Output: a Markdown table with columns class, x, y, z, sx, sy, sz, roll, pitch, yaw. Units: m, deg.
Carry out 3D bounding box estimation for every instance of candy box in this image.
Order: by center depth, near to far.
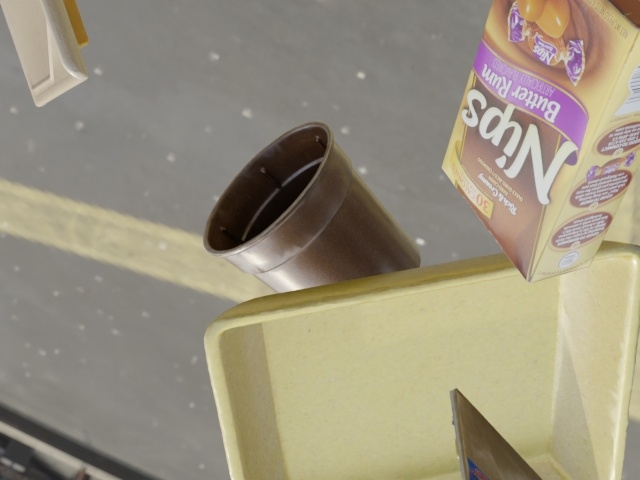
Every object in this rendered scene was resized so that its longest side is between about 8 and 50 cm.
| class | x | y | z | sx | sy | sz | roll | pitch | yaw |
| --- | --- | --- | --- | --- | --- | --- | --- | --- | --- |
| candy box | 0.135 | -0.078 | 0.654 | 0.109 | 0.053 | 0.186 | 58 | 151 | 36 |

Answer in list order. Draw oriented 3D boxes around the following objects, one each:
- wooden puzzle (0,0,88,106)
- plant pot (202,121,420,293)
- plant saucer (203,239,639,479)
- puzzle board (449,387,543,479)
| class | x | y | z | sx | sy | sz | roll | pitch | yaw |
| --- | --- | --- | --- | --- | --- | --- | --- | --- | --- |
| wooden puzzle | -0.294 | -0.258 | 1.181 | 0.239 | 0.044 | 0.220 | 0 | 109 | 68 |
| plant pot | 0.000 | 0.000 | 1.132 | 0.165 | 0.167 | 0.167 | 44 | 150 | -25 |
| plant saucer | 0.085 | 0.137 | 0.952 | 0.333 | 0.081 | 0.332 | -10 | 129 | -5 |
| puzzle board | 0.119 | 0.159 | 0.691 | 0.011 | 0.096 | 0.128 | -36 | 112 | 19 |
